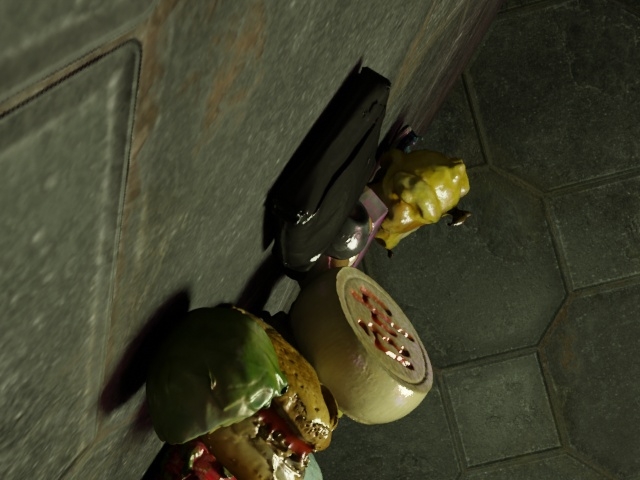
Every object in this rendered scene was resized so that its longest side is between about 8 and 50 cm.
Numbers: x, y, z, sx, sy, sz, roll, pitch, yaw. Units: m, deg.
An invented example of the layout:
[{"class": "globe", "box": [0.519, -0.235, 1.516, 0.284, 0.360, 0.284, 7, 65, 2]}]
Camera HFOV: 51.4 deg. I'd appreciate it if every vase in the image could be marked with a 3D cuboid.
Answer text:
[{"class": "vase", "box": [0.000, 0.000, 1.120, 0.183, 0.120, 0.120, -44, -176, 37]}]

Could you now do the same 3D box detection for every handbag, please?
[{"class": "handbag", "box": [0.018, -0.088, 0.924, 0.247, 0.080, 0.223, -58, 173, -19]}]

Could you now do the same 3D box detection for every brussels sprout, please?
[{"class": "brussels sprout", "box": [-0.121, 0.133, 0.697, 0.151, 0.122, 0.149, -25, 177, 17]}]

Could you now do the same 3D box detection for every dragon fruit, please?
[{"class": "dragon fruit", "box": [-0.204, 0.404, 1.161, 0.167, 0.160, 0.172, 58, 48, -35]}]

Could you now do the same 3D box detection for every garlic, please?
[{"class": "garlic", "box": [0.010, 0.020, 1.286, 0.217, 0.110, 0.228, 54, 55, -71]}]

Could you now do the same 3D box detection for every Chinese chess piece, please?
[{"class": "Chinese chess piece", "box": [0.068, 0.172, 1.107, 0.112, 0.270, 0.270, -39, -179, 20]}]

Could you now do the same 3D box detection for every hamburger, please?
[{"class": "hamburger", "box": [-0.089, 0.219, 0.901, 0.163, 0.244, 0.244, -44, 174, 2]}]

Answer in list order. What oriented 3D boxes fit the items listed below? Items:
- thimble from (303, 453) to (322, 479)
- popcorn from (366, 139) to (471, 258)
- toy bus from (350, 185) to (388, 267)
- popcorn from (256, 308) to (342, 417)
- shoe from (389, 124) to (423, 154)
[{"class": "thimble", "box": [-0.106, 0.474, 1.264, 0.205, 0.250, 0.172, -38, 137, 5]}, {"class": "popcorn", "box": [0.222, -0.127, 1.692, 0.315, 0.281, 0.297, -25, 180, 9]}, {"class": "toy bus", "box": [0.062, -0.018, 1.514, 0.090, 0.112, 0.274, -46, 168, -33]}, {"class": "popcorn", "box": [-0.054, 0.241, 1.231, 0.249, 0.249, 0.225, -48, 133, -63]}, {"class": "shoe", "box": [0.230, -0.257, 1.885, 0.143, 0.071, 0.064, -58, 175, 33]}]
